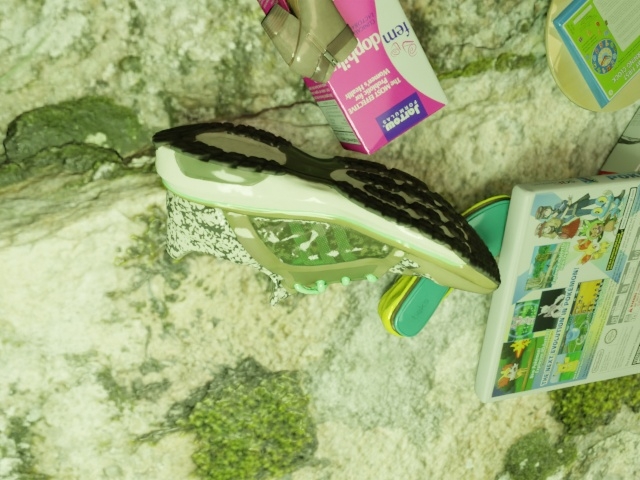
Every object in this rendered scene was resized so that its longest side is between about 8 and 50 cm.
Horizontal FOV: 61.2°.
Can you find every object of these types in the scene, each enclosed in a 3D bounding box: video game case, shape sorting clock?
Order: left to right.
[{"bbox_3d":[0.370,0.066,0.731,0.299,0.036,0.329,-7,120,-13],"label":"video game case"},{"bbox_3d":[0.378,-0.273,0.706,0.206,0.040,0.207,-3,100,-15],"label":"shape sorting clock"}]

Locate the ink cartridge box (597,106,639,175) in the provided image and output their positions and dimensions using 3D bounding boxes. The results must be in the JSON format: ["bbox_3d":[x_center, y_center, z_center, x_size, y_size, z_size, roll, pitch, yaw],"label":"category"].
[{"bbox_3d":[0.467,-0.103,0.750,0.109,0.063,0.151,29,95,-17],"label":"ink cartridge box"}]

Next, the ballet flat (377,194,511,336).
[{"bbox_3d":[0.157,0.025,0.700,0.077,0.077,0.231,43,89,-20],"label":"ballet flat"}]

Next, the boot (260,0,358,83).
[{"bbox_3d":[0.002,-0.217,0.521,0.087,0.042,0.118,34,96,-23],"label":"boot"}]

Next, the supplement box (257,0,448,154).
[{"bbox_3d":[0.031,-0.218,0.603,0.111,0.114,0.220,-34,108,-3],"label":"supplement box"}]

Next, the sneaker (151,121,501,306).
[{"bbox_3d":[0.000,0.000,0.631,0.409,0.158,0.182,19,120,0],"label":"sneaker"}]
